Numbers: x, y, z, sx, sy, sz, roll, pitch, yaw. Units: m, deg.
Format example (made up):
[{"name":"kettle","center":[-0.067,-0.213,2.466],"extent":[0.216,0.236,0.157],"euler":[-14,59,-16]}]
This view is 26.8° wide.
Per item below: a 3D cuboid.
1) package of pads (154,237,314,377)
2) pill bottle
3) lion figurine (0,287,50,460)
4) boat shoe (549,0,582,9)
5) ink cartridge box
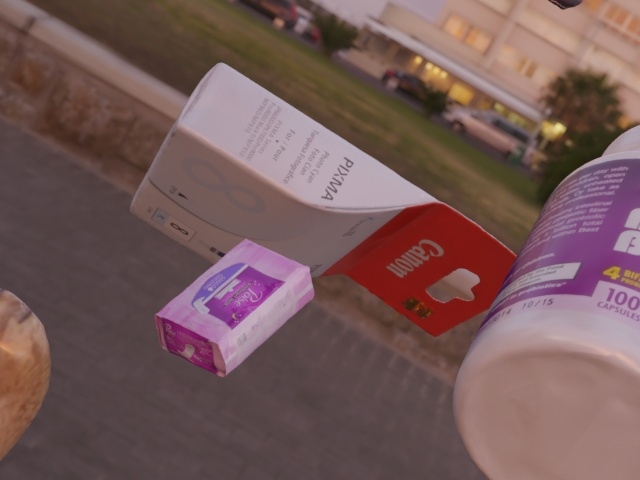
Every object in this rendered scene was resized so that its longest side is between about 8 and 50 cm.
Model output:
[{"name":"package of pads","center":[-0.047,0.037,0.749],"extent":[0.050,0.032,0.083],"euler":[22,46,30]},{"name":"pill bottle","center":[0.216,0.041,0.929],"extent":[0.169,0.169,0.301],"euler":[31,43,4]},{"name":"lion figurine","center":[-0.189,0.018,0.232],"extent":[0.392,0.142,0.240],"euler":[61,37,-8]},{"name":"boat shoe","center":[0.107,-0.192,0.912],"extent":[0.075,0.065,0.206],"euler":[20,18,-41]},{"name":"ink cartridge box","center":[0.000,0.000,1.406],"extent":[0.385,0.091,0.308],"euler":[34,-22,-6]}]
